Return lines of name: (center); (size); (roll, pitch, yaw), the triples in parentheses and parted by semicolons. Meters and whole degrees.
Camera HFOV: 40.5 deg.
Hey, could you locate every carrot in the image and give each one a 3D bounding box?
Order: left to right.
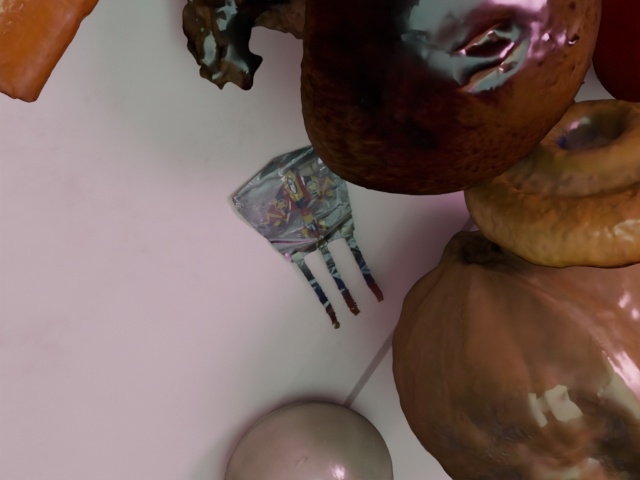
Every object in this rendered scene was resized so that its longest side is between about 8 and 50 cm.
carrot: (-0.258, -0.270, 0.752); (0.196, 0.196, 0.254); (36, 94, -30)

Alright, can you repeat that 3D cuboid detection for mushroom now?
mushroom: (0.078, -0.203, 0.843); (0.334, 0.356, 0.331); (-21, 107, -35)

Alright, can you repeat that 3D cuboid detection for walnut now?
walnut: (0.266, 0.152, 1.024); (0.383, 0.383, 0.384); (-8, 116, -16)

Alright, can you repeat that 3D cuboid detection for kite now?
kite: (0.000, -0.001, 1.064); (0.141, 0.015, 0.245); (-29, 117, -4)

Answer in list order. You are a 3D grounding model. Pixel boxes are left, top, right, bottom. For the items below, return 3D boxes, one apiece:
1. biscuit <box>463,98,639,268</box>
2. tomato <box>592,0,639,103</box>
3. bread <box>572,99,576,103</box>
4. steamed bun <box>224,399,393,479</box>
biscuit: (0.285, -0.066, 0.899); (0.274, 0.213, 0.091); (-11, 129, 11)
tomato: (0.456, -0.256, 0.975); (0.298, 0.226, 0.299); (2, 115, 5)
bread: (0.246, -0.152, 1.046); (0.269, 0.095, 0.139); (27, 118, -39)
steamed bun: (-0.008, 0.333, 1.141); (0.231, 0.145, 0.232); (-8, 116, -16)
